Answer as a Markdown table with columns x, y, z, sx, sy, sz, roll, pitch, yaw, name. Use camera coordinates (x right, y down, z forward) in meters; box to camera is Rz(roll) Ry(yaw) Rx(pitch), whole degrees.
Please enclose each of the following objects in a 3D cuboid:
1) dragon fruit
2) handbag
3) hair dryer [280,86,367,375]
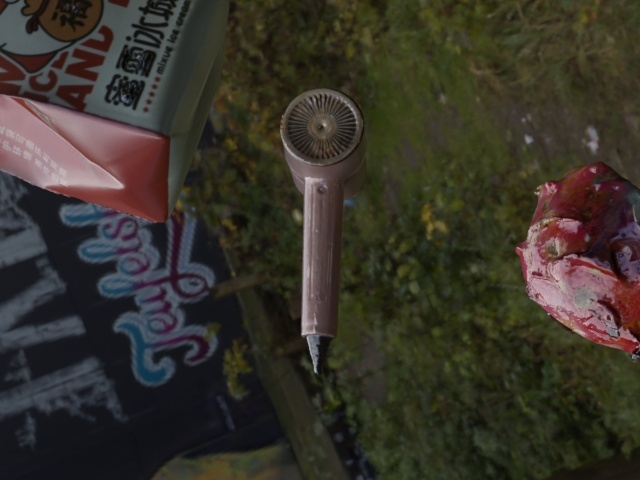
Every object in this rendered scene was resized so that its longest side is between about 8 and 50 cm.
| x | y | z | sx | sy | sz | roll | pitch | yaw | name |
| --- | --- | --- | --- | --- | --- | --- | --- | --- | --- |
| 0.333 | 0.031 | 1.100 | 0.274 | 0.161 | 0.126 | 50 | 174 | 21 | dragon fruit |
| -0.233 | -0.147 | 0.729 | 0.151 | 0.298 | 0.171 | 114 | 172 | -63 | handbag |
| 0.000 | 0.000 | 1.181 | 0.189 | 0.107 | 0.344 | 79 | -166 | -76 | hair dryer |
